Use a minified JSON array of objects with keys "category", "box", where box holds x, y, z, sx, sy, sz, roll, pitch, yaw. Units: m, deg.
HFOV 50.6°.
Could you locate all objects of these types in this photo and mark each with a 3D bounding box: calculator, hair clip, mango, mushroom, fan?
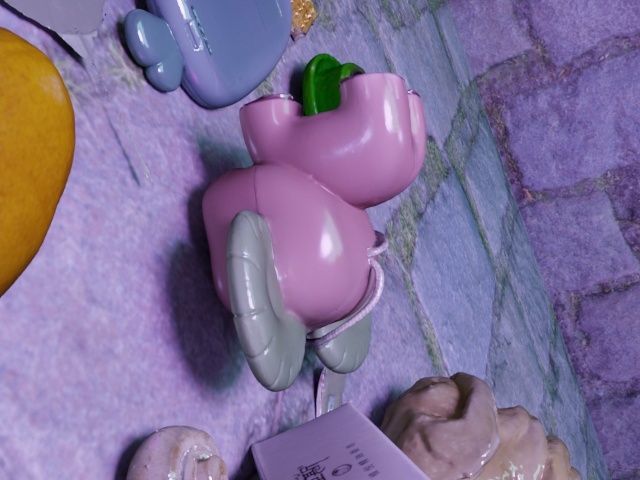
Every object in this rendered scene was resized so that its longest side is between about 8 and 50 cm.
[{"category":"calculator","box":[-0.107,-0.249,0.734,0.299,0.041,0.185,-56,134,-49]},{"category":"hair clip","box":[0.018,0.213,0.776,0.054,0.022,0.137,28,51,-56]},{"category":"mango","box":[-0.209,-0.033,0.364,0.227,0.109,0.147,-79,168,-45]},{"category":"mushroom","box":[-0.103,0.177,0.500,0.083,0.067,0.083,52,26,-38]},{"category":"fan","box":[-0.210,-0.187,0.562,0.310,0.010,0.182,67,26,-8]}]

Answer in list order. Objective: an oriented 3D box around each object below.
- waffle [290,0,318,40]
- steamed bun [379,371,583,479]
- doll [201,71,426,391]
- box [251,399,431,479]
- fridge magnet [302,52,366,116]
[{"category":"waffle","box":[-0.041,-0.345,0.990,0.092,0.021,0.135,59,29,-28]},{"category":"steamed bun","box":[0.213,0.339,0.871,0.372,0.230,0.325,67,29,-18]},{"category":"doll","box":[0.000,0.000,0.649,0.284,0.216,0.268,7,75,-65]},{"category":"box","box":[0.043,0.272,0.535,0.274,0.116,0.203,-174,-116,-77]},{"category":"fridge magnet","box":[0.040,-0.169,0.970,0.208,0.088,0.208,41,40,-48]}]
